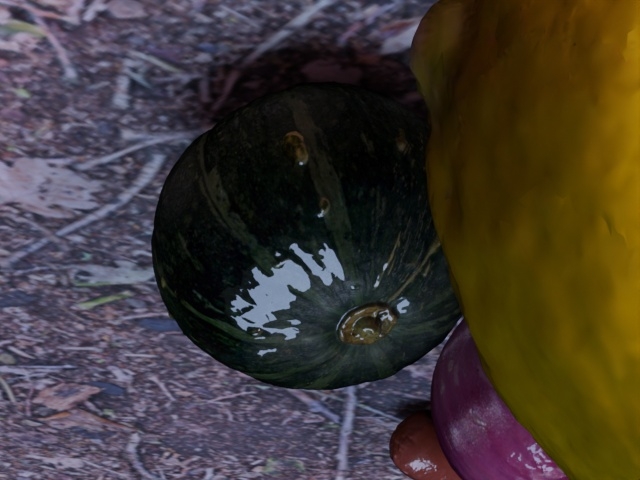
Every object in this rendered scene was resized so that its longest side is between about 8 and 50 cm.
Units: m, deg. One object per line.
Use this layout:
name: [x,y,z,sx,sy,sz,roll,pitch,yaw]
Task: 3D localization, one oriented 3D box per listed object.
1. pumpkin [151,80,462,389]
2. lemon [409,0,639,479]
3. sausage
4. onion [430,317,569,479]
pumpkin: [-0.001,0.000,0.902,0.190,0.146,0.190,-5,126,-7]
lemon: [0.200,-0.024,0.614,0.364,0.364,0.364,3,154,1]
sausage: [0.098,0.173,1.337,0.094,0.054,0.059,24,-173,-31]
onion: [0.182,0.093,1.051,0.207,0.201,0.200,25,153,4]
